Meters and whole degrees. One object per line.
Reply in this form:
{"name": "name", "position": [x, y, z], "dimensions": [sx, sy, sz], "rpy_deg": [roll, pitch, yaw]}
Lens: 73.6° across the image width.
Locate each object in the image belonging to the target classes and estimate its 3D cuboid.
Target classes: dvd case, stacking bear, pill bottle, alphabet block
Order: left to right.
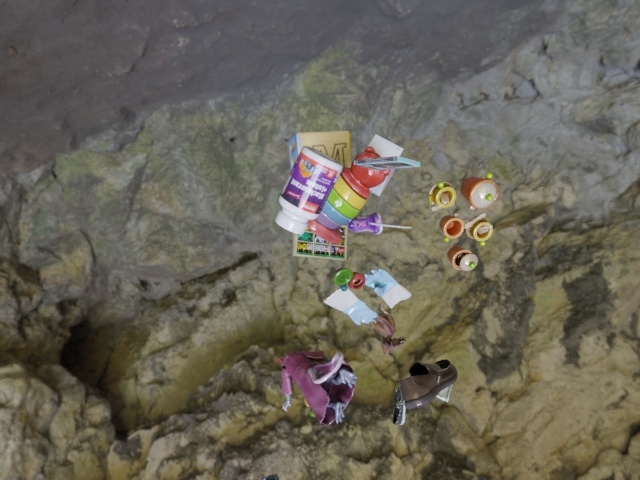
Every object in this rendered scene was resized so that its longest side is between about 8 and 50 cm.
{"name": "pill bottle", "position": [-0.034, -0.117, 1.026], "dimensions": [0.108, 0.193, 0.108], "rpy_deg": [25, -164, -7]}
{"name": "alphabet block", "position": [-0.004, -0.301, 1.602], "dimensions": [0.197, 0.193, 0.192], "rpy_deg": [-6, -171, -12]}
{"name": "stacking bear", "position": [0.080, -0.148, 1.290], "dimensions": [0.289, 0.175, 0.164], "rpy_deg": [-43, 157, 21]}
{"name": "dvd case", "position": [0.148, -0.171, 0.951], "dimensions": [0.120, 0.013, 0.087], "rpy_deg": [6, -177, 45]}

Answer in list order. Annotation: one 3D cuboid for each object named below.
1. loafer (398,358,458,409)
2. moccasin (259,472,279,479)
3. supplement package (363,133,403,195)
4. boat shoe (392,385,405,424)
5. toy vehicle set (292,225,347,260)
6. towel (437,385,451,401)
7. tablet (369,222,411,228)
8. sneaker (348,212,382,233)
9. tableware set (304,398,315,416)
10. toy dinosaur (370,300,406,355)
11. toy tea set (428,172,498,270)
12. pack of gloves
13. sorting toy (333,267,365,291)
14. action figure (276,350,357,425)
{"name": "loafer", "position": [0.425, 0.527, 1.672], "dimensions": [0.134, 0.130, 0.366], "rpy_deg": [-30, 168, 33]}
{"name": "moccasin", "position": [-0.188, 0.909, 1.506], "dimensions": [0.117, 0.137, 0.342], "rpy_deg": [-16, 153, -19]}
{"name": "supplement package", "position": [0.189, -0.245, 1.417], "dimensions": [0.105, 0.105, 0.179], "rpy_deg": [-57, 172, -17]}
{"name": "boat shoe", "position": [0.297, 0.629, 1.627], "dimensions": [0.040, 0.142, 0.049], "rpy_deg": [7, 171, -32]}
{"name": "toy vehicle set", "position": [0.000, 0.000, 1.936], "dimensions": [0.267, 0.165, 0.035], "rpy_deg": [7, 169, -30]}
{"name": "towel", "position": [0.547, 0.679, 2.026], "dimensions": [0.113, 0.152, 0.023], "rpy_deg": [-54, 172, -46]}
{"name": "tablet", "position": [0.160, -0.034, 0.979], "dimensions": [0.083, 0.006, 0.054], "rpy_deg": [10, -174, 43]}
{"name": "sneaker", "position": [0.193, -0.072, 1.906], "dimensions": [0.105, 0.095, 0.236], "rpy_deg": [-7, -177, -20]}
{"name": "tableware set", "position": [-0.023, 0.636, 1.760], "dimensions": [0.104, 0.154, 0.024], "rpy_deg": [-16, 168, -21]}
{"name": "toy dinosaur", "position": [0.291, 0.388, 1.881], "dimensions": [0.127, 0.200, 0.295], "rpy_deg": [-24, 153, 5]}
{"name": "toy tea set", "position": [0.481, -0.052, 1.376], "dimensions": [0.200, 0.336, 0.124], "rpy_deg": [-22, -155, -3]}
{"name": "pack of gloves", "position": [0.153, 0.185, 1.283], "dimensions": [0.195, 0.232, 0.046], "rpy_deg": [-39, -136, 13]}
{"name": "sorting toy", "position": [0.066, 0.093, 1.080], "dimensions": [0.061, 0.102, 0.042], "rpy_deg": [-52, -142, 16]}
{"name": "action figure", "position": [-0.056, 0.496, 1.553], "dimensions": [0.370, 0.275, 0.248], "rpy_deg": [20, -123, 44]}
